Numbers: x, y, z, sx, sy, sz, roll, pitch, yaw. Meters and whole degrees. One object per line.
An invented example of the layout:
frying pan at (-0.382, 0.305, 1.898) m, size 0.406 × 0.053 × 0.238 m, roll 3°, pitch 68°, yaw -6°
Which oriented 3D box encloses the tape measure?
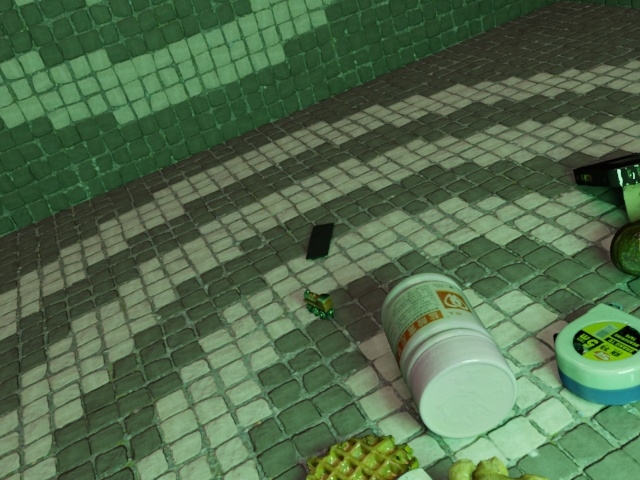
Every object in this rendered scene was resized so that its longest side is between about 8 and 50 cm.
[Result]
tape measure at (0.606, 0.243, 1.238) m, size 0.215 × 0.098 × 0.351 m, roll -26°, pitch 23°, yaw -17°

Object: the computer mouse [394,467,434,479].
computer mouse at (0.199, 0.477, 1.109) m, size 0.102 × 0.045 × 0.199 m, roll -23°, pitch 48°, yaw -30°

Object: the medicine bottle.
medicine bottle at (0.255, 0.227, 1.366) m, size 0.202 × 0.202 × 0.316 m, roll -18°, pitch 29°, yaw -1°

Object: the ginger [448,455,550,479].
ginger at (0.313, 0.440, 1.068) m, size 0.216 × 0.102 × 0.157 m, roll 11°, pitch 30°, yaw 5°

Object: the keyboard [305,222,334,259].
keyboard at (0.000, 0.002, 2.073) m, size 0.074 × 0.015 × 0.197 m, roll -6°, pitch 32°, yaw 12°

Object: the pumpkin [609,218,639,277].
pumpkin at (0.780, 0.028, 1.479) m, size 0.218 × 0.163 × 0.219 m, roll -9°, pitch 5°, yaw 1°

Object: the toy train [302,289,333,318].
toy train at (-0.007, 0.165, 1.750) m, size 0.044 × 0.064 × 0.103 m, roll -37°, pitch 35°, yaw -28°

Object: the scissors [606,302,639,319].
scissors at (0.667, 0.166, 1.433) m, size 0.058 × 0.014 × 0.119 m, roll -32°, pitch 29°, yaw -22°

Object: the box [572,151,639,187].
box at (0.828, -0.194, 1.767) m, size 0.211 × 0.058 × 0.350 m, roll -13°, pitch 5°, yaw 6°

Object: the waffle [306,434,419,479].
waffle at (0.070, 0.469, 1.221) m, size 0.243 × 0.059 × 0.238 m, roll -16°, pitch 33°, yaw 7°

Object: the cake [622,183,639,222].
cake at (0.868, -0.141, 1.736) m, size 0.086 × 0.117 × 0.220 m, roll 0°, pitch 36°, yaw 45°
